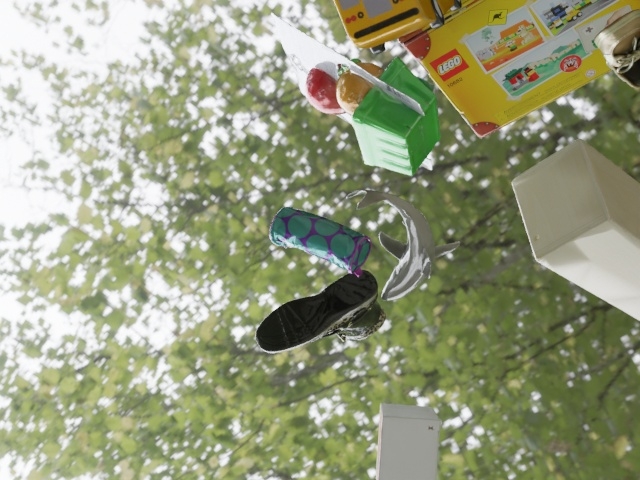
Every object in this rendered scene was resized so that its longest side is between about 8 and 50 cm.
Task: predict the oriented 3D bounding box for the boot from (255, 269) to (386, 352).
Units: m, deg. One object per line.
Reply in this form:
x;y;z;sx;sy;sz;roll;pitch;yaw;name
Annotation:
0.011;0.155;1.730;0.236;0.178;0.085;-29;-116;0;boot

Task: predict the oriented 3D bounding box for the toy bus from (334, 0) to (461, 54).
0.114;-0.356;1.359;0.130;0.108;0.332;65;-157;-13;toy bus

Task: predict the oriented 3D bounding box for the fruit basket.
0.076;-0.296;1.898;0.353;0.327;0.165;40;-99;21;fruit basket

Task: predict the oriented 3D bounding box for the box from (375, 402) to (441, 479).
0.137;0.335;1.517;0.091;0.170;0.130;4;-94;3;box

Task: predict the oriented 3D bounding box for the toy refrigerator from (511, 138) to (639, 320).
0.317;0.006;1.000;0.269;0.094;0.102;25;-137;-40;toy refrigerator

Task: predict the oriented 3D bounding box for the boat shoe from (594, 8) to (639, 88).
0.603;-0.368;1.842;0.089;0.105;0.285;64;-159;14;boat shoe

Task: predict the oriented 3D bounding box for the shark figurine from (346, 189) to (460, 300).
0.158;0.008;1.641;0.116;0.166;0.278;-100;-9;-48;shark figurine

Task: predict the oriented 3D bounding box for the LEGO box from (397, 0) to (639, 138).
0.465;-0.500;2.101;0.372;0.500;0.193;42;-149;-41;LEGO box

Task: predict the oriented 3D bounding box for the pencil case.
0.000;0.000;1.477;0.152;0.070;0.064;22;-148;21;pencil case
